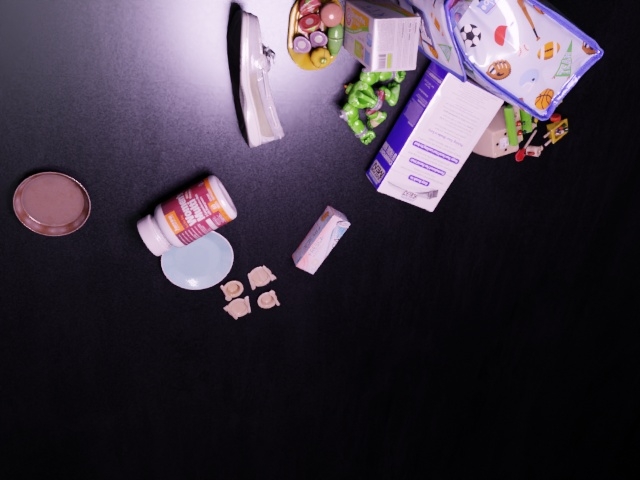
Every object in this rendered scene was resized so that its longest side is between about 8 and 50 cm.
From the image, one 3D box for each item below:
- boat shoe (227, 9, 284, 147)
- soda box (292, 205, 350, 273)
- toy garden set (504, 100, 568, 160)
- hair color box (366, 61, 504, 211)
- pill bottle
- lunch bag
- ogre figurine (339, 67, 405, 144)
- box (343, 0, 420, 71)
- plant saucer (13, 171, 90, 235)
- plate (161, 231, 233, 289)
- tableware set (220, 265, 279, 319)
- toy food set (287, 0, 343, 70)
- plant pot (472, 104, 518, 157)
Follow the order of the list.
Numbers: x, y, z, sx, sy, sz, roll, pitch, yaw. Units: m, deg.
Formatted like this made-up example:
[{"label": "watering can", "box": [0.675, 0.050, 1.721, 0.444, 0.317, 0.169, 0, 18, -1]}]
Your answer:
[{"label": "boat shoe", "box": [-0.142, -0.361, 1.473, 0.103, 0.118, 0.321, -15, 128, -15]}, {"label": "soda box", "box": [0.000, 0.000, 1.773, 0.062, 0.058, 0.183, 26, 111, -29]}, {"label": "toy garden set", "box": [0.574, -0.310, 1.694, 0.244, 0.049, 0.204, -41, 130, -27]}, {"label": "hair color box", "box": [0.282, -0.257, 1.647, 0.185, 0.110, 0.339, 18, 114, -27]}, {"label": "pill bottle", "box": [-0.326, -0.058, 1.595, 0.221, 0.121, 0.121, -29, 125, 1]}, {"label": "lunch bag", "box": [0.351, -0.470, 1.429, 0.385, 0.328, 0.239, 23, 113, -30]}, {"label": "ogre figurine", "box": [0.121, -0.342, 1.576, 0.118, 0.097, 0.197, 18, 126, -39]}, {"label": "box", "box": [0.130, -0.456, 1.439, 0.103, 0.203, 0.114, -7, 121, -14]}, {"label": "plant saucer", "box": [-0.629, -0.089, 1.535, 0.168, 0.029, 0.169, -8, 123, -12]}, {"label": "plate", "box": [-0.324, 0.047, 1.720, 0.188, 0.024, 0.188, -8, 123, -13]}, {"label": "tableware set", "box": [-0.197, 0.148, 1.826, 0.168, 0.020, 0.141, -21, 125, -4]}, {"label": "toy food set", "box": [-0.002, -0.480, 1.463, 0.128, 0.071, 0.218, -4, 122, -16]}, {"label": "plant pot", "box": [0.466, -0.278, 1.723, 0.109, 0.096, 0.109, -17, 125, -7]}]
